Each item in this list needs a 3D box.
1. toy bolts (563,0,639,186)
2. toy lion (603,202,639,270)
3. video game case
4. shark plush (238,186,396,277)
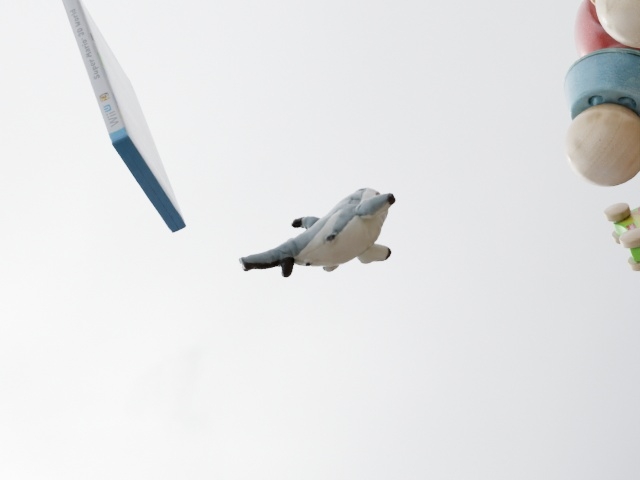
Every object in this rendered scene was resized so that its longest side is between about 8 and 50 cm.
[{"bbox_3d":[0.181,-0.151,0.717,0.158,0.218,0.228,-66,-32,-31],"label":"toy bolts"},{"bbox_3d":[0.305,-0.020,0.897,0.096,0.100,0.034,-22,-70,12],"label":"toy lion"},{"bbox_3d":[-0.151,-0.099,0.780,0.015,0.166,0.119,-25,-34,-1],"label":"video game case"},{"bbox_3d":[0.000,0.000,0.929,0.161,0.067,0.073,-32,-41,-18],"label":"shark plush"}]
